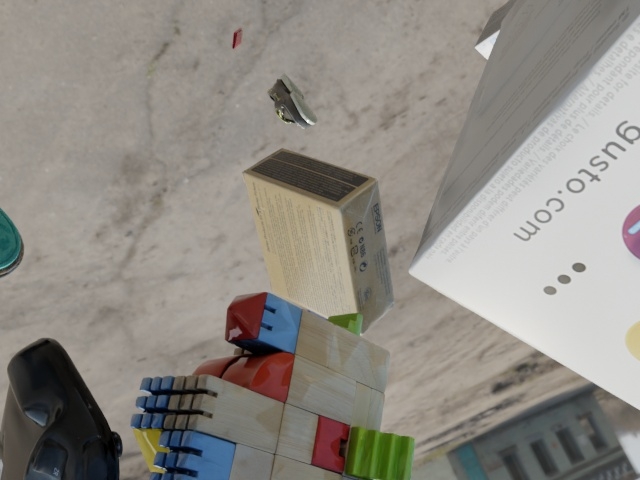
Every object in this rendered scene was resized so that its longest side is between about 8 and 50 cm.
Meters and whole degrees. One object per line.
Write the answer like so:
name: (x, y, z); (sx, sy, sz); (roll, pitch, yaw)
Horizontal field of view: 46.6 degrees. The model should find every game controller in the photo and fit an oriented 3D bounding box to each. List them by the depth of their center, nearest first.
game controller: (-0.238, 0.240, 0.623); (0.067, 0.166, 0.319); (3, 120, -34)

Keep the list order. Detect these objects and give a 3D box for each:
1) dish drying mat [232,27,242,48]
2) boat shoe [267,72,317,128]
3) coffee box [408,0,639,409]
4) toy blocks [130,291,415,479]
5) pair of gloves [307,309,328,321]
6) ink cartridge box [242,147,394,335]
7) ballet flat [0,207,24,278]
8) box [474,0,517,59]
dish drying mat: (-0.158, -0.387, 1.421); (0.008, 0.083, 0.032); (9, 111, -2)
boat shoe: (-0.067, -0.300, 1.671); (0.069, 0.227, 0.081); (-39, 123, 11)
coffee box: (0.316, -0.096, 0.479); (0.337, 0.335, 0.338); (-54, -173, 47)
toy blocks: (-0.066, 0.208, 0.720); (0.191, 0.381, 0.261); (-12, 148, 42)
pair of gloves: (-0.041, 0.165, 1.620); (0.198, 0.159, 0.023); (-38, -160, 9)
ink cartridge box: (0.000, 0.000, 1.093); (0.088, 0.193, 0.234); (-38, 134, -31)
ballet flat: (-0.397, -0.042, 0.652); (0.281, 0.095, 0.096); (33, 141, -16)
box: (0.400, -0.339, 1.340); (0.114, 0.203, 0.103); (-27, -151, 58)
